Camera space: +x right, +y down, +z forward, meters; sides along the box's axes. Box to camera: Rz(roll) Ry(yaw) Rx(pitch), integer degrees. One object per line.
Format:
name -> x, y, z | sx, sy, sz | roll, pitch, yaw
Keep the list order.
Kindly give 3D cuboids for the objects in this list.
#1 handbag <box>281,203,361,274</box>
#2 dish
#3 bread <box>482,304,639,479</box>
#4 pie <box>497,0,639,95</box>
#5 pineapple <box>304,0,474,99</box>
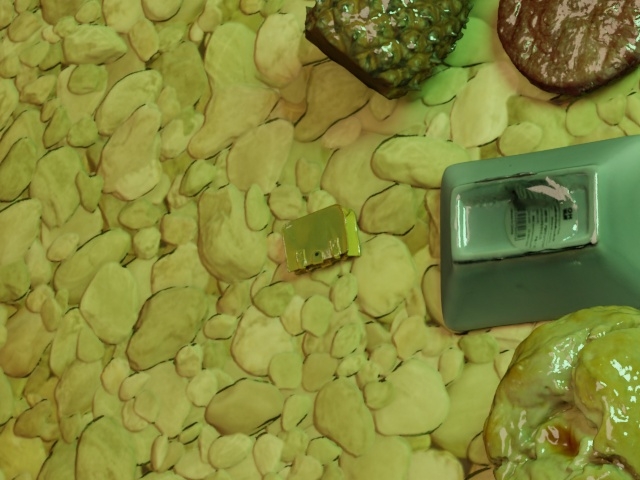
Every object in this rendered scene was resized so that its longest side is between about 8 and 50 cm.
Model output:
handbag -> 0.000, 0.000, 2.084 | 0.083, 0.027, 0.061 | -21, 66, 27
dish -> 0.216, -0.014, 1.926 | 0.243, 0.080, 0.181 | -8, 72, 28
bread -> 0.248, 0.172, 1.799 | 0.244, 0.134, 0.244 | -19, 63, 45
pie -> 0.266, -0.236, 1.978 | 0.182, 0.049, 0.182 | -11, 70, 30
pineapple -> 0.134, -0.324, 2.038 | 0.165, 0.165, 0.364 | 33, 85, 34
